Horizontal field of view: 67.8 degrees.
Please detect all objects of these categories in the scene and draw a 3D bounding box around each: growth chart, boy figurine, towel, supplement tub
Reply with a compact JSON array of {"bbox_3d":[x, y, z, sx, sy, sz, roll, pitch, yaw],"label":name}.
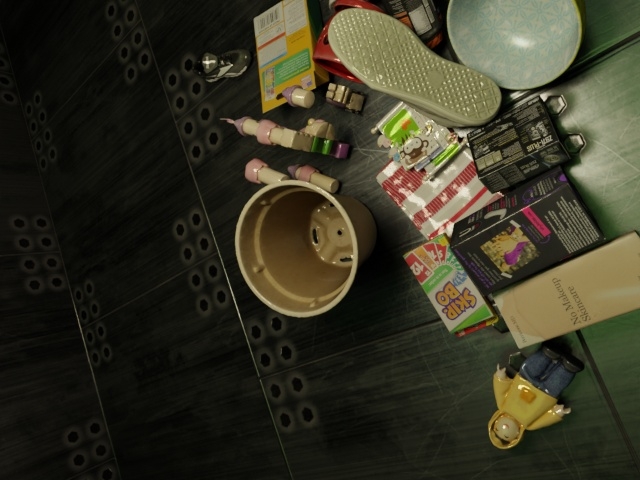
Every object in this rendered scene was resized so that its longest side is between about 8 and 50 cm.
[{"bbox_3d":[0.248,-0.267,1.243,0.172,0.021,0.237,-50,63,23],"label":"growth chart"},{"bbox_3d":[0.480,0.366,1.118,0.177,0.092,0.285,38,109,23],"label":"boy figurine"},{"bbox_3d":[0.315,-0.131,1.230,0.237,0.037,0.329,-47,68,26],"label":"towel"},{"bbox_3d":[0.225,-0.566,1.168,0.117,0.190,0.117,-23,36,18],"label":"supplement tub"}]

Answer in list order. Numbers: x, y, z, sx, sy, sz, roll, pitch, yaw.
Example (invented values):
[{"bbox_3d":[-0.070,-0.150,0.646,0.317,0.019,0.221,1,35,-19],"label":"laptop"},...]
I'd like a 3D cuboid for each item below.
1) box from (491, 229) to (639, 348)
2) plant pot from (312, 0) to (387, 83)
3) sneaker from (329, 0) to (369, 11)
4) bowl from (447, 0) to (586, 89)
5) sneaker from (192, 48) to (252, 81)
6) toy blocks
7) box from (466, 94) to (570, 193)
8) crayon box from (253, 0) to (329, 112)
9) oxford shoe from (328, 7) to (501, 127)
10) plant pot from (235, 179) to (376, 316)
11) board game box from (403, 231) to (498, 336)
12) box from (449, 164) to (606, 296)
[{"bbox_3d":[0.555,0.109,1.031,0.311,0.121,0.147,-33,76,31],"label":"box"},{"bbox_3d":[0.095,-0.528,1.264,0.191,0.191,0.174,28,102,29],"label":"plant pot"},{"bbox_3d":[0.079,-0.714,1.228,0.108,0.292,0.169,-5,96,-8],"label":"sneaker"},{"bbox_3d":[0.442,-0.493,1.032,0.290,0.289,0.156,28,64,29],"label":"bowl"},{"bbox_3d":[-0.339,-0.590,1.596,0.234,0.106,0.078,-4,92,34],"label":"sneaker"},{"bbox_3d":[-0.087,-0.311,1.343,0.260,0.289,0.308,26,108,34],"label":"toy blocks"},{"bbox_3d":[0.442,-0.214,1.079,0.180,0.078,0.147,-27,48,31],"label":"box"},{"bbox_3d":[-0.088,-0.549,1.421,0.203,0.083,0.322,-14,75,34],"label":"crayon box"},{"bbox_3d":[0.215,-0.402,1.149,0.450,0.130,0.169,30,93,4],"label":"oxford shoe"},{"bbox_3d":[0.000,0.000,1.269,0.334,0.305,0.333,5,101,26],"label":"plant pot"},{"bbox_3d":[0.330,0.119,1.208,0.124,0.039,0.259,-33,90,31],"label":"board game box"},{"bbox_3d":[0.441,-0.021,1.047,0.270,0.165,0.143,-32,98,29],"label":"box"}]
